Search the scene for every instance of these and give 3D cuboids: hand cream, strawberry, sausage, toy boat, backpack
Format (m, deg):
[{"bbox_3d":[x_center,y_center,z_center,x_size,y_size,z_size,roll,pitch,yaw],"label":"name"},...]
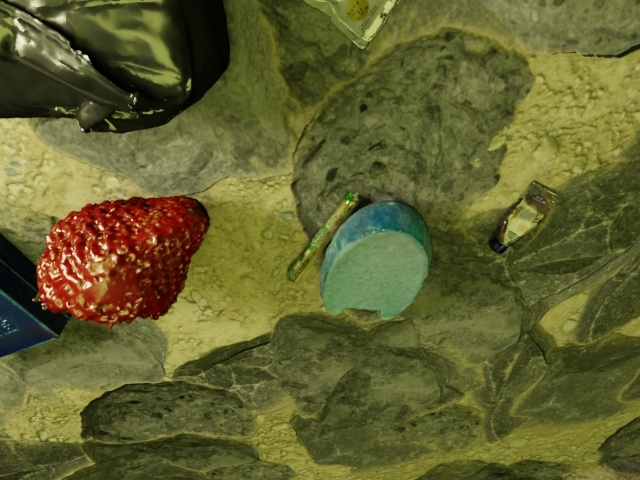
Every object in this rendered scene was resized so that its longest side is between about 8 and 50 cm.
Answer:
[{"bbox_3d":[0.412,-0.042,0.860,0.062,0.039,0.163,28,119,-3],"label":"hand cream"},{"bbox_3d":[-0.343,0.018,0.733,0.261,0.261,0.257,17,106,-15],"label":"strawberry"},{"bbox_3d":[0.000,0.000,0.867,0.033,0.032,0.269,26,121,-21],"label":"sausage"},{"bbox_3d":[0.111,0.041,0.875,0.216,0.123,0.329,6,137,-1],"label":"toy boat"},{"bbox_3d":[-0.357,-0.297,0.499,0.446,0.254,0.363,-8,120,6],"label":"backpack"}]

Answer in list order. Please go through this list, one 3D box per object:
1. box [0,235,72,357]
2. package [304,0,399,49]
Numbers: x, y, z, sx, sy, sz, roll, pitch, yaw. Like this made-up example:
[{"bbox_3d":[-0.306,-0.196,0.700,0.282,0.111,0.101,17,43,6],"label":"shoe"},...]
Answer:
[{"bbox_3d":[-0.725,0.121,0.867,0.262,0.116,0.278,-20,127,10],"label":"box"},{"bbox_3d":[0.050,-0.391,0.585,0.173,0.027,0.171,27,120,-25],"label":"package"}]
